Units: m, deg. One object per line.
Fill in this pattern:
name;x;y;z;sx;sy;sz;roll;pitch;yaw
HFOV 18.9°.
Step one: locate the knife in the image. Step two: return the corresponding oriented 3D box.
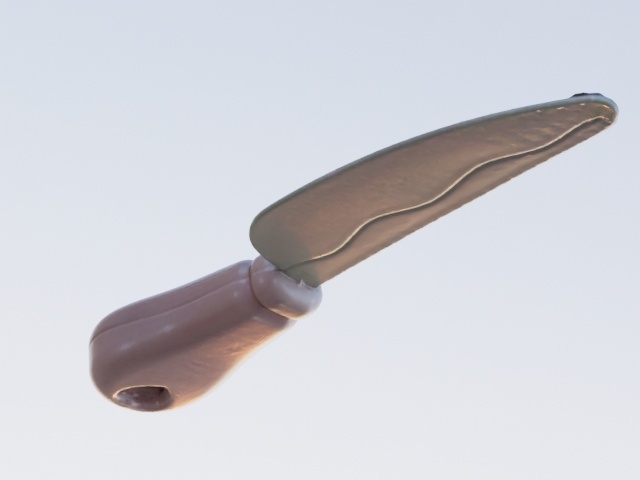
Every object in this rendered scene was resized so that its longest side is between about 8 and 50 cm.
knife;-0.003;-0.001;0.918;0.081;0.043;0.336;22;-41;-36
